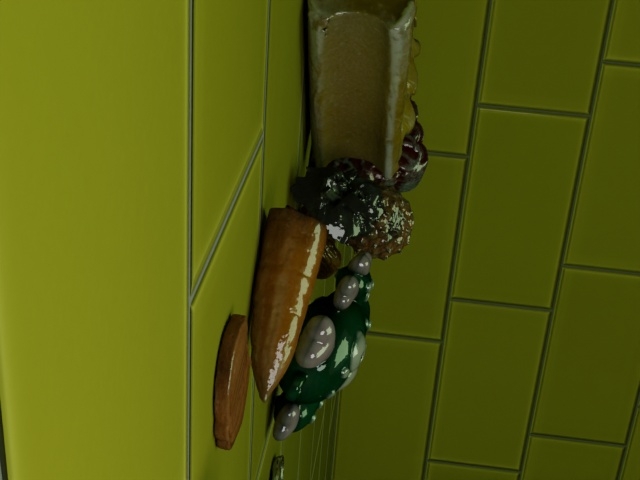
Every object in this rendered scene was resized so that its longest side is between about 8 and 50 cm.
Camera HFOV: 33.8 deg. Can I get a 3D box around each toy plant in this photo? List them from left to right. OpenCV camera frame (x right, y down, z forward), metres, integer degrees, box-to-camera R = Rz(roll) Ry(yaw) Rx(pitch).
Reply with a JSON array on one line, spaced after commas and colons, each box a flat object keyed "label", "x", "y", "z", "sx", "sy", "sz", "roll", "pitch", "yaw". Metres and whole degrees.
[{"label": "toy plant", "x": 0.004, "y": 0.141, "z": 1.406, "sx": 0.243, "sy": 0.112, "sz": 0.232, "roll": -58, "pitch": 168, "yaw": -36}]

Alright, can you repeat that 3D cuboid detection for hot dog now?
[{"label": "hot dog", "x": -0.002, "y": 0.002, "z": 1.535, "sx": 0.147, "sy": 0.065, "sz": 0.099, "roll": 83, "pitch": 5, "yaw": -65}]

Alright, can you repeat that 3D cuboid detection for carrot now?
[{"label": "carrot", "x": -0.040, "y": 0.069, "z": 1.102, "sx": 0.072, "sy": 0.072, "sz": 0.205, "roll": 82, "pitch": 17, "yaw": -73}]

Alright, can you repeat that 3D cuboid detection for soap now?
[{"label": "soap", "x": 0.069, "y": -0.291, "z": 1.447, "sx": 0.335, "sy": 0.156, "sz": 0.293, "roll": 89, "pitch": 11, "yaw": -61}]

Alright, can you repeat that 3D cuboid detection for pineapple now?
[{"label": "pineapple", "x": 0.045, "y": -0.041, "z": 1.423, "sx": 0.237, "sy": 0.119, "sz": 0.111, "roll": 22, "pitch": 84, "yaw": -61}]

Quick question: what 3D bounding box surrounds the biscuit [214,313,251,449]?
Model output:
[{"label": "biscuit", "x": -0.079, "y": 0.132, "z": 0.966, "sx": 0.102, "sy": 0.019, "sz": 0.130, "roll": -78, "pitch": 173, "yaw": -48}]

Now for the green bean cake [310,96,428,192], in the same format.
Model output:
[{"label": "green bean cake", "x": 0.058, "y": -0.180, "z": 1.658, "sx": 0.097, "sy": 0.198, "sz": 0.233, "roll": 109, "pitch": -26, "yaw": -68}]

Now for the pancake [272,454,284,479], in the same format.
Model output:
[{"label": "pancake", "x": -0.064, "y": 0.365, "z": 1.540, "sx": 0.108, "sy": 0.017, "sz": 0.108, "roll": 5, "pitch": 90, "yaw": -89}]
